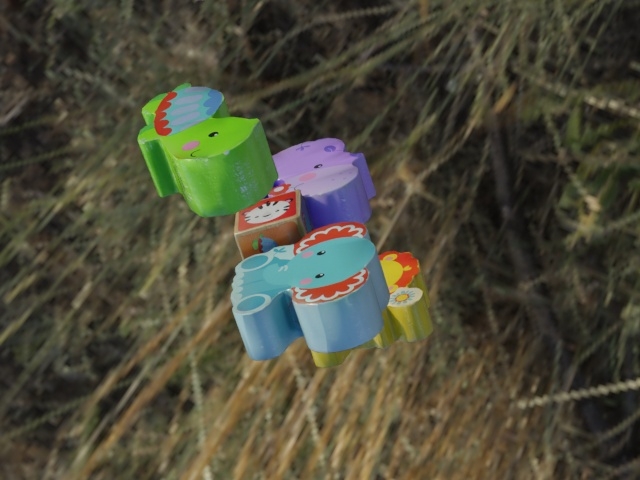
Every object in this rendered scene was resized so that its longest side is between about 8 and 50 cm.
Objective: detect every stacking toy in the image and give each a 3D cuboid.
[{"bbox_3d":[0.000,0.000,0.486,0.052,0.221,0.167,-15,116,7],"label":"stacking toy"}]
